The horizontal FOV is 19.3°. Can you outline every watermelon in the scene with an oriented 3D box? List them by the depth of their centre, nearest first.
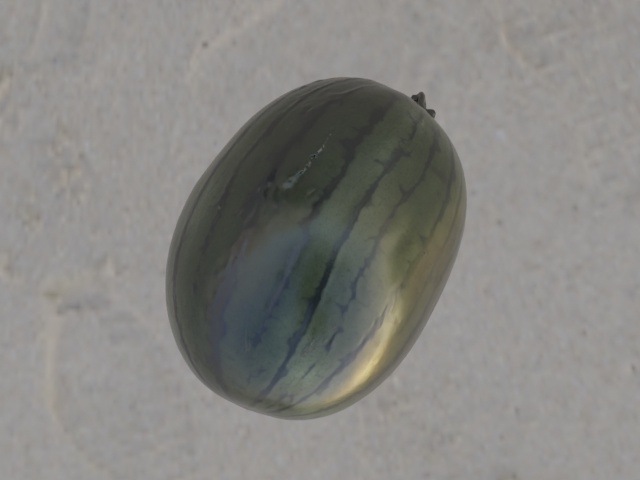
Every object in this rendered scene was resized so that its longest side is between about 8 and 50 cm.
[{"bbox_3d":[0.000,0.000,0.537,0.078,0.110,0.078,23,150,14],"label":"watermelon"}]
